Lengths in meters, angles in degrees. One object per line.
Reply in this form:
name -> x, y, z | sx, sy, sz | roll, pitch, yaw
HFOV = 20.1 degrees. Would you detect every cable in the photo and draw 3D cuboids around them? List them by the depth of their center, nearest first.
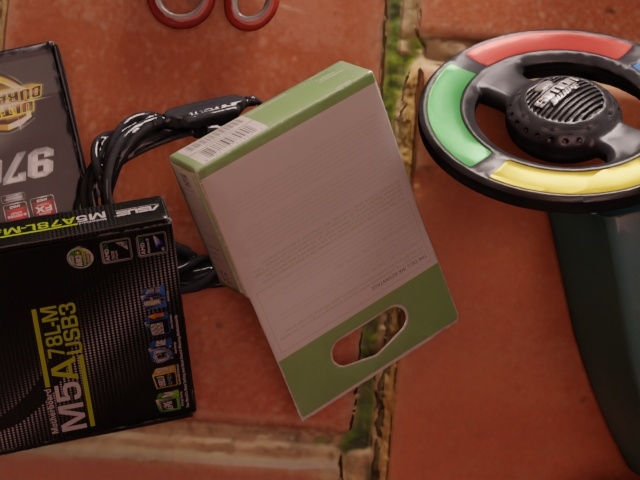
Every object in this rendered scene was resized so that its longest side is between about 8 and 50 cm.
cable -> -0.107, -0.031, 1.427 | 0.184, 0.047, 0.150 | -18, 105, -28

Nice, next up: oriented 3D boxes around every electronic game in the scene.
electronic game -> 0.191, -0.097, 1.416 | 0.229, 0.229, 0.048 | -10, 131, -9

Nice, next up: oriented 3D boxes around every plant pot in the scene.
plant pot -> 0.298, 0.074, 1.445 | 0.166, 0.165, 0.234 | -11, 97, -9

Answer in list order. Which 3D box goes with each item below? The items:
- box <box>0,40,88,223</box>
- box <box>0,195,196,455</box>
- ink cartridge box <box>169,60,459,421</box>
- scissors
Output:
box -> -0.294, -0.048, 1.406 | 0.220, 0.051, 0.175 | -12, 92, -9
box -> -0.196, 0.068, 1.378 | 0.184, 0.045, 0.190 | -11, 123, -11
ink cartridge box -> 0.000, 0.000, 1.434 | 0.171, 0.056, 0.235 | -31, 118, -21
scissors -> -0.107, -0.310, 1.458 | 0.109, 0.021, 0.297 | -11, 88, 0
